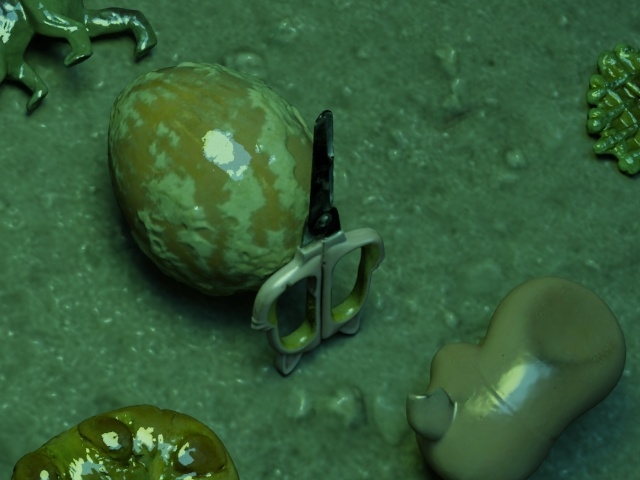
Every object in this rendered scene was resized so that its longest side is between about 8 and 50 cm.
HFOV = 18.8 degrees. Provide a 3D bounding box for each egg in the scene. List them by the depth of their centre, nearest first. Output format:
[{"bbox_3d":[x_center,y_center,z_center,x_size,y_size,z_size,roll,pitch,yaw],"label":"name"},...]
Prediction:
[{"bbox_3d":[-0.100,-0.060,1.855,0.245,0.203,0.203,48,62,-2],"label":"egg"}]

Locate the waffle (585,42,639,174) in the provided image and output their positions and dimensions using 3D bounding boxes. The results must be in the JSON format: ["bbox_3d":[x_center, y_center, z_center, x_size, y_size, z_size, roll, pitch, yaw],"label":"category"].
[{"bbox_3d":[0.377,-0.136,2.118,0.183,0.036,0.169,12,63,-8],"label":"waffle"}]

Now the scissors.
[{"bbox_3d":[0.000,0.000,1.796,0.160,0.317,0.024,-29,53,-25],"label":"scissors"}]

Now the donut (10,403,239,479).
[{"bbox_3d":[-0.173,0.260,1.726,0.226,0.114,0.226,6,62,-12],"label":"donut"}]

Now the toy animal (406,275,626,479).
[{"bbox_3d":[0.193,0.142,1.860,0.166,0.154,0.250,43,64,0],"label":"toy animal"}]

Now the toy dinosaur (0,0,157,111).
[{"bbox_3d":[-0.300,-0.221,1.961,0.294,0.077,0.162,-29,73,-25],"label":"toy dinosaur"}]
